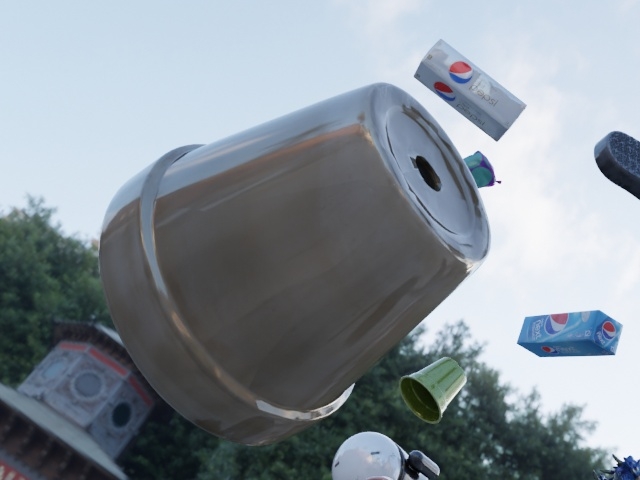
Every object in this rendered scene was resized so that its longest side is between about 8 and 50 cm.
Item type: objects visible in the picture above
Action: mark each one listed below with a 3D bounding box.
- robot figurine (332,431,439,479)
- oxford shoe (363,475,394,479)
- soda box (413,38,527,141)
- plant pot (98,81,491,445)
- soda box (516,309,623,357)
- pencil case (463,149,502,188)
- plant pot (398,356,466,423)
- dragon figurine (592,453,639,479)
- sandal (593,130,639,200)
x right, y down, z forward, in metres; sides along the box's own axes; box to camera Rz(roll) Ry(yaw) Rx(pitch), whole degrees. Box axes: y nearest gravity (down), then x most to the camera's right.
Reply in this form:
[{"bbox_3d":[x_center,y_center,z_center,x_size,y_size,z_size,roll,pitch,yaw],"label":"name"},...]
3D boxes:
[{"bbox_3d":[0.143,0.555,1.805,0.173,0.209,0.278,23,-21,48],"label":"robot figurine"},{"bbox_3d":[0.143,0.602,1.454,0.140,0.146,0.397,-8,-81,19],"label":"oxford shoe"},{"bbox_3d":[0.290,-0.293,1.544,0.216,0.069,0.074,38,-14,4],"label":"soda box"},{"bbox_3d":[0.000,0.000,0.776,0.280,0.323,0.323,-31,-70,28],"label":"plant pot"},{"bbox_3d":[0.495,0.189,1.582,0.071,0.067,0.210,31,-22,-20],"label":"soda box"},{"bbox_3d":[0.225,-0.091,1.346,0.070,0.151,0.064,62,8,13],"label":"pencil case"},{"bbox_3d":[0.174,0.217,1.179,0.083,0.079,0.083,38,-35,32],"label":"plant pot"},{"bbox_3d":[0.284,0.320,0.811,0.144,0.289,0.085,43,-51,32],"label":"dragon figurine"},{"bbox_3d":[0.444,-0.049,0.995,0.254,0.097,0.054,34,-41,-6],"label":"sandal"}]
